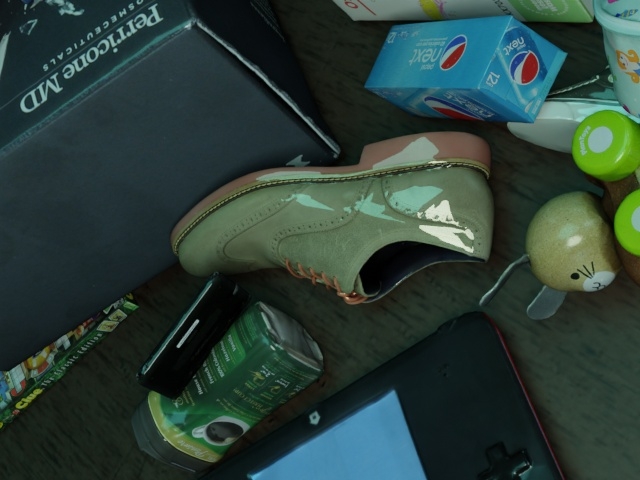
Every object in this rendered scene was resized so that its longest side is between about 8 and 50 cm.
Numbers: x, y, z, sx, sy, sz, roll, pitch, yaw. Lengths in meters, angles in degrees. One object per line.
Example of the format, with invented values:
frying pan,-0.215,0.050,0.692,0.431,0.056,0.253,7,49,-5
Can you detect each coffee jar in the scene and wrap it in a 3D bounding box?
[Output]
coffee jar,-0.092,0.146,1.069,0.184,0.096,0.079,-41,47,14

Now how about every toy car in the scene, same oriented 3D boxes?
toy car,0.220,0.011,0.880,0.188,0.155,0.149,-39,53,28

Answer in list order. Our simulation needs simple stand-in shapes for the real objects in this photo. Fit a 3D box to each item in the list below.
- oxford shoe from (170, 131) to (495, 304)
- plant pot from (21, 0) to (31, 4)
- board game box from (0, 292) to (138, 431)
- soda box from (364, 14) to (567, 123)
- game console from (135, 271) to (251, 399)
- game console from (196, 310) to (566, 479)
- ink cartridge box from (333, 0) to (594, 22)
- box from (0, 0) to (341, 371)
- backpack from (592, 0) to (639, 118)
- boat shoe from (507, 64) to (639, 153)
oxford shoe,0.000,0.000,1.053,0.348,0.123,0.130,-16,68,30
plant pot,-0.412,-0.263,0.987,0.212,0.236,0.236,-46,53,-3
board game box,-0.331,0.107,1.298,0.260,0.030,0.136,-42,51,14
soda box,0.125,-0.155,1.010,0.071,0.067,0.210,-65,25,-4
game console,-0.130,0.078,1.029,0.071,0.107,0.122,34,85,28
game console,0.043,0.286,0.941,0.387,0.060,0.342,-34,56,19
ink cartridge box,0.080,-0.307,1.066,0.354,0.207,0.119,9,75,38
box,-0.305,-0.194,1.215,0.480,0.297,0.471,-32,57,14
backpack,0.319,-0.200,0.816,0.225,0.191,0.253,4,49,34
boat shoe,0.270,-0.117,0.943,0.219,0.078,0.070,2,71,29
